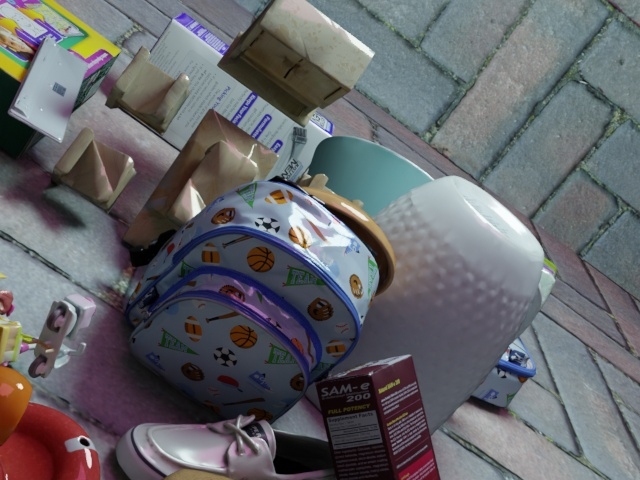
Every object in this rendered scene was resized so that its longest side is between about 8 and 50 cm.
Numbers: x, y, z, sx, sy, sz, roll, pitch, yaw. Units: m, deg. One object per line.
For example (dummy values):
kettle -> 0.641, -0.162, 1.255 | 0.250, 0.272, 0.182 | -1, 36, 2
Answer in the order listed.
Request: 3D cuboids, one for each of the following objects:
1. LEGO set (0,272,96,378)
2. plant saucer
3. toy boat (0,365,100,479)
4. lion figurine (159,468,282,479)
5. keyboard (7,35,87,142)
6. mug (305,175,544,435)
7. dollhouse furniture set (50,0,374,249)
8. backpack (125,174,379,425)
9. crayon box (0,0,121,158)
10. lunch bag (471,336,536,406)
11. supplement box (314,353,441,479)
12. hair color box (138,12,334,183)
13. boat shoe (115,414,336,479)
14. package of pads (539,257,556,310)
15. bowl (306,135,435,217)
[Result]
LEGO set -> -0.337, 0.035, 0.939 | 0.287, 0.132, 0.107 | 38, 9, 16
plant saucer -> 0.000, 0.000, 1.199 | 0.200, 0.200, 0.037 | 34, 57, -14
toy boat -> -0.264, 0.156, 0.735 | 0.231, 0.151, 0.151 | 17, 29, -47
lion figurine -> -0.103, 0.287, 0.810 | 0.240, 0.142, 0.392 | 27, 7, -12
keyboard -> -0.354, -0.203, 1.293 | 0.072, 0.014, 0.256 | 37, 22, -24
mug -> 0.172, 0.096, 1.401 | 0.374, 0.328, 0.276 | 20, 27, -44
dollhouse furniture set -> -0.126, -0.129, 1.399 | 0.362, 0.394, 0.256 | 34, -13, -12
backpack -> -0.074, 0.069, 1.118 | 0.276, 0.263, 0.213 | 34, 36, -15
crayon box -> -0.488, -0.296, 1.425 | 0.313, 0.106, 0.363 | 35, 20, -9
lunch bag -> 0.236, 0.153, 1.732 | 0.243, 0.115, 0.303 | 26, 22, -29
supplement box -> 0.075, 0.255, 1.074 | 0.130, 0.073, 0.239 | -5, 82, -64
hair color box -> -0.164, -0.223, 1.731 | 0.339, 0.185, 0.110 | 37, 18, -8
boat shoe -> -0.081, 0.224, 1.013 | 0.267, 0.088, 0.096 | 25, 23, -36
package of pads -> 0.294, 0.022, 1.827 | 0.296, 0.101, 0.229 | 32, 10, 11
bowl -> 0.076, -0.007, 1.609 | 0.311, 0.163, 0.311 | 31, -20, 13
